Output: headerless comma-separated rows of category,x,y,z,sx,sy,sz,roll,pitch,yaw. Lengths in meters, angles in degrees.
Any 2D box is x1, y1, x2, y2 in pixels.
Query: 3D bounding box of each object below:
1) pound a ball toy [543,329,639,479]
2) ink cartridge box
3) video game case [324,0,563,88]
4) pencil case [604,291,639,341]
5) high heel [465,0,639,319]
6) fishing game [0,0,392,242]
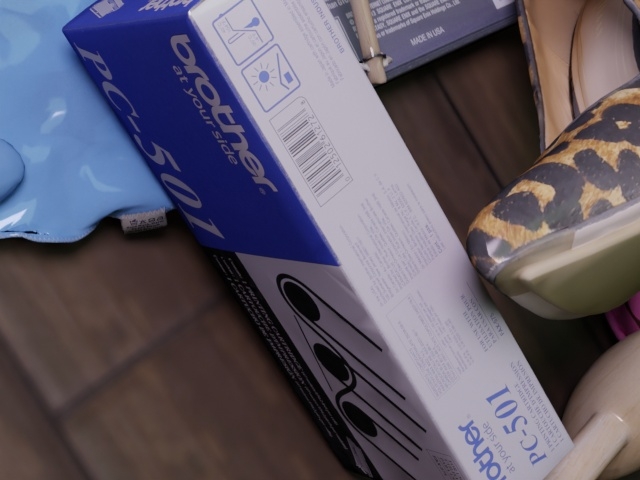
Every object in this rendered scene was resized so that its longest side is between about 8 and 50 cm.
pound a ball toy,0.098,0.208,0.549,0.208,0.135,0.319,41,54,12
ink cartridge box,0.000,0.000,0.511,0.046,0.097,0.207,-41,113,-23
video game case,-0.015,-0.198,0.633,0.196,0.026,0.274,-28,92,-36
pencil case,0.226,0.045,0.686,0.209,0.095,0.098,21,57,-25
high heel,0.082,-0.070,0.565,0.186,0.093,0.261,51,36,14
fishing game,-0.100,-0.090,0.529,0.264,0.041,0.189,-18,97,-28
